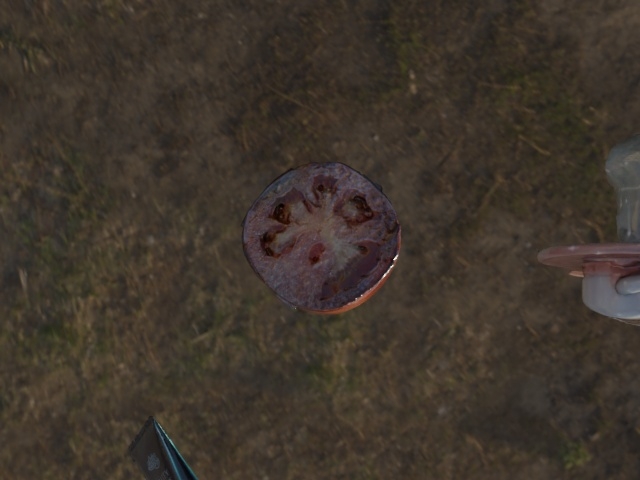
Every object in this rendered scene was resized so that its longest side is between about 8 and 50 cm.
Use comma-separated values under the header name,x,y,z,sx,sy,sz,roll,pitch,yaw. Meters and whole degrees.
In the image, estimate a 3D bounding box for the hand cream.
name,x,y,z,sx,sy,sz,roll,pitch,yaw
hand cream,-0.223,0.421,1.846,0.061,0.270,0.120,-21,157,-41

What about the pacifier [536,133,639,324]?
name,x,y,z,sx,sy,sz,roll,pitch,yaw
pacifier,0.432,0.010,1.524,0.220,0.273,0.332,-39,156,18

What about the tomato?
name,x,y,z,sx,sy,sz,roll,pitch,yaw
tomato,0.002,0.001,1.595,0.225,0.225,0.085,-33,164,-4
